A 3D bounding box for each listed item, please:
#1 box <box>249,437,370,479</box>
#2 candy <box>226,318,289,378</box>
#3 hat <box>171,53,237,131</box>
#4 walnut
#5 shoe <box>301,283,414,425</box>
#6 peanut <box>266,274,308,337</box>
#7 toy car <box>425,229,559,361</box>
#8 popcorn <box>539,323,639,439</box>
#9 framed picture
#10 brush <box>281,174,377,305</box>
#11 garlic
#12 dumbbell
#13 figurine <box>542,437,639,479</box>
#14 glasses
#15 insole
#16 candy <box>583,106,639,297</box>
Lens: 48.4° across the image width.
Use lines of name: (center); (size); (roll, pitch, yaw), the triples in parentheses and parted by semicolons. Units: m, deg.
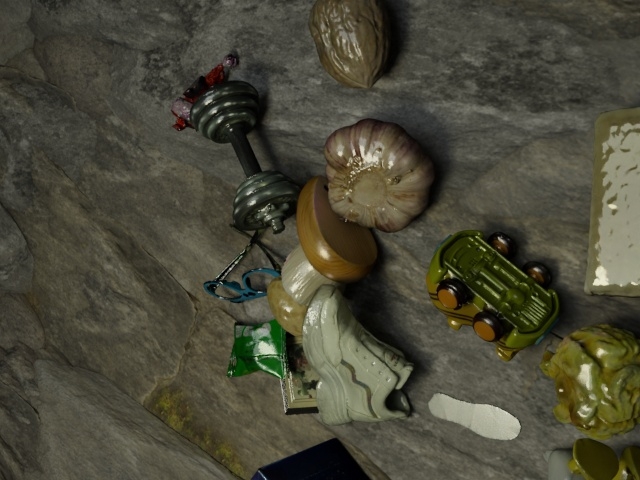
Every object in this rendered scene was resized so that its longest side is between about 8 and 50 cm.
box: (0.016, 0.570, 1.465); (0.279, 0.261, 0.116); (45, 118, 27)
candy: (-0.153, 0.262, 1.701); (0.203, 0.078, 0.141); (-12, 88, 40)
hat: (-0.287, -0.372, 1.786); (0.129, 0.140, 0.227); (35, 98, 21)
walnut: (0.067, -0.424, 1.493); (0.178, 0.178, 0.230); (-21, 82, 35)
shoe: (0.088, 0.238, 1.456); (0.211, 0.132, 0.341); (-1, 118, 20)
peanut: (-0.057, 0.147, 1.597); (0.109, 0.140, 0.159); (-36, 63, -15)
toy car: (0.306, 0.105, 1.312); (0.248, 0.200, 0.142); (44, 144, 19)
popcorn: (0.466, 0.232, 1.192); (0.187, 0.167, 0.185); (-51, 61, 28)
framed picture: (-0.021, 0.303, 1.648); (0.195, 0.010, 0.199); (-14, 82, 36)
brush: (0.000, 0.000, 1.548); (0.166, 0.174, 0.266); (-44, 53, 37)
garlic: (0.118, -0.141, 1.457); (0.245, 0.160, 0.244); (11, 126, 15)
dumbbell: (-0.173, -0.195, 1.656); (0.179, 0.179, 0.406); (-36, 69, 31)
figurine: (0.395, 0.507, 1.235); (0.205, 0.283, 0.338); (33, 138, -11)
glasses: (-0.193, 0.046, 1.719); (0.239, 0.102, 0.206); (-19, 79, 36)
insole: (0.302, 0.349, 1.413); (0.197, 0.004, 0.065); (9, 95, 36)
candy: (0.540, -0.061, 1.157); (0.180, 0.135, 0.320); (4, 93, 35)
